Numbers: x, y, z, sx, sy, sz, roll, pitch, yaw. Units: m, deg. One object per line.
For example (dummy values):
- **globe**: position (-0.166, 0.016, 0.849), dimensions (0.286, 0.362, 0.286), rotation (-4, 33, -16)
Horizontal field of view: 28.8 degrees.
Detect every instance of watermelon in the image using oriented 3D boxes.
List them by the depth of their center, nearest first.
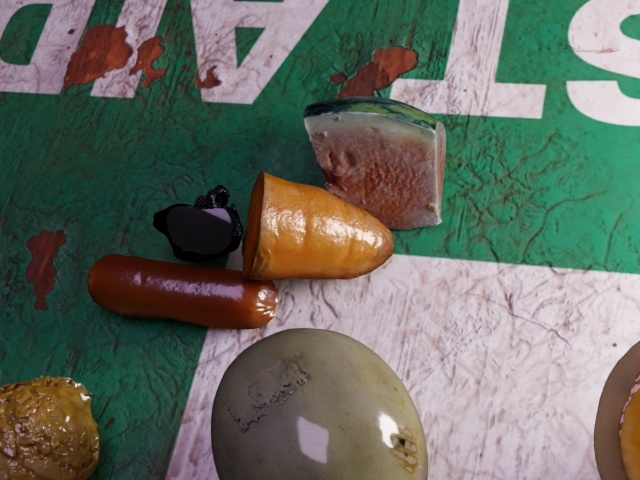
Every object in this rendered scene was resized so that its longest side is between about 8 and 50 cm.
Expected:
- **watermelon**: position (0.074, -0.117, 1.858), dimensions (0.213, 0.262, 0.201), rotation (0, 88, 10)

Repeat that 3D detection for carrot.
- **carrot**: position (0.000, 0.000, 1.811), dimensions (0.225, 0.159, 0.159), rotation (12, 58, -16)

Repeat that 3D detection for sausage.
- **sausage**: position (-0.211, 0.077, 1.862), dimensions (0.300, 0.083, 0.089), rotation (5, 64, 15)

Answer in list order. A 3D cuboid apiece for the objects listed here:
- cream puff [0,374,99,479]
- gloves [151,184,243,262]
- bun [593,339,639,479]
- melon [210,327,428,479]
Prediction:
- **cream puff**: position (-0.389, 0.266, 1.743), dimensions (0.189, 0.129, 0.189), rotation (22, 33, -15)
- **gloves**: position (-0.182, -0.015, 1.882), dimensions (0.129, 0.181, 0.106), rotation (-25, 90, -2)
- **bun**: position (0.481, 0.237, 1.540), dimensions (0.299, 0.165, 0.299), rotation (0, 85, -1)
- **melon**: position (-0.008, 0.251, 1.600), dimensions (0.268, 0.268, 0.330), rotation (-27, 49, -3)
